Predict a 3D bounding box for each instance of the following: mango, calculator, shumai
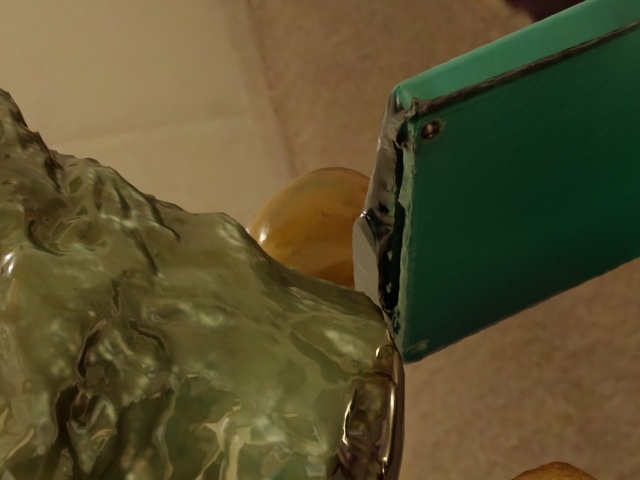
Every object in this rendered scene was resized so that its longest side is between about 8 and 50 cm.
[{"bbox_3d":[0.000,0.000,2.033,0.113,0.138,0.253,-42,-4,33],"label":"mango"},{"bbox_3d":[0.137,-0.048,1.259,0.248,0.058,0.274,-26,-34,-17],"label":"calculator"},{"bbox_3d":[-0.119,0.113,1.117,0.323,0.397,0.324,9,-47,-11],"label":"shumai"}]

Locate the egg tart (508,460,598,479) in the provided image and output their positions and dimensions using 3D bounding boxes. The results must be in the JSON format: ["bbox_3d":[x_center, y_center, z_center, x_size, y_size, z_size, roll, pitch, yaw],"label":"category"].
[{"bbox_3d":[0.125,0.221,1.044,0.202,0.147,0.203,-36,-24,-19],"label":"egg tart"}]
